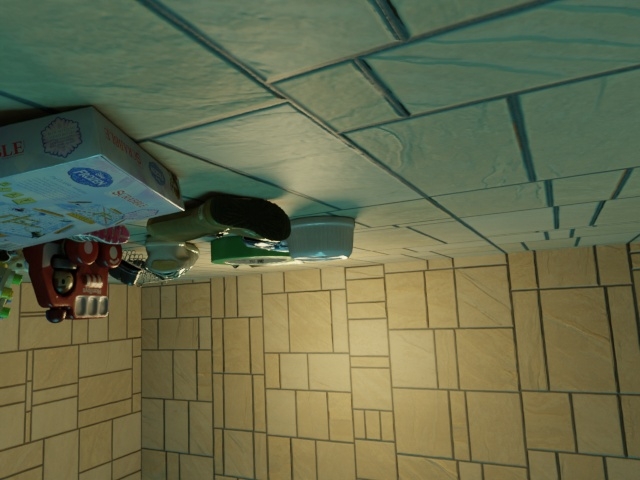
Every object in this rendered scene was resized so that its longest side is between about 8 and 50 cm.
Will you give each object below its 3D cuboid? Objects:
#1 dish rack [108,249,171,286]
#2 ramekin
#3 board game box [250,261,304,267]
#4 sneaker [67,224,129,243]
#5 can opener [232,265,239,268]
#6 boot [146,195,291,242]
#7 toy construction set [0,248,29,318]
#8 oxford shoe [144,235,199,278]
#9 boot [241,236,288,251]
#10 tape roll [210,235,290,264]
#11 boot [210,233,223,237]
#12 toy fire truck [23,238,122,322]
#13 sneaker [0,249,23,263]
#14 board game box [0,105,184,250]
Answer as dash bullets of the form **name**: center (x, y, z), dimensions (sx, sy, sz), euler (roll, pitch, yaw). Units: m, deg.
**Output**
- **dish rack**: center (-0.668, 0.092, 1.712), dimensions (0.208, 0.074, 0.271), euler (25, -171, 19)
- **ramekin**: center (0.000, 0.000, 1.363), dimensions (0.207, 0.109, 0.207), euler (-3, 172, 0)
- **board game box**: center (-0.209, 0.069, 1.962), dimensions (0.260, 0.030, 0.136), euler (-6, 150, 23)
- **sneaker**: center (-0.564, -0.024, 1.162), dimensions (0.170, 0.063, 0.075), euler (9, 166, -37)
- **can opener**: center (-0.343, 0.081, 2.107), dimensions (0.186, 0.073, 0.059), euler (-13, 129, 39)
- **boot**: center (-0.238, -0.039, 1.104), dimensions (0.236, 0.089, 0.270), euler (18, 160, -41)
- **toy construction set**: center (-0.924, 0.115, 1.367), dimensions (0.151, 0.215, 0.327), euler (22, -168, -13)
- **oxford shoe**: center (-0.516, 0.069, 1.639), dimensions (0.169, 0.130, 0.449), euler (-4, 174, -9)
- **boot**: center (-0.146, -0.001, 1.445), dimensions (0.190, 0.069, 0.086), euler (-1, 175, -2)
- **tape roll**: center (-0.232, 0.039, 1.702), dimensions (0.322, 0.077, 0.321), euler (-2, 172, 0)
- **boot**: center (-0.344, -0.025, 1.345), dimensions (0.114, 0.037, 0.106), euler (2, 170, 0)
- **toy fire truck**: center (-0.712, 0.108, 1.362), dimensions (0.170, 0.253, 0.302), euler (-4, 172, 8)
- **sneaker**: center (-1.029, 0.047, 1.534), dimensions (0.192, 0.064, 0.086), euler (-12, 167, 26)
- **board game box**: center (-0.400, -0.067, 0.676), dimensions (0.318, 0.065, 0.318), euler (-13, 173, -2)
